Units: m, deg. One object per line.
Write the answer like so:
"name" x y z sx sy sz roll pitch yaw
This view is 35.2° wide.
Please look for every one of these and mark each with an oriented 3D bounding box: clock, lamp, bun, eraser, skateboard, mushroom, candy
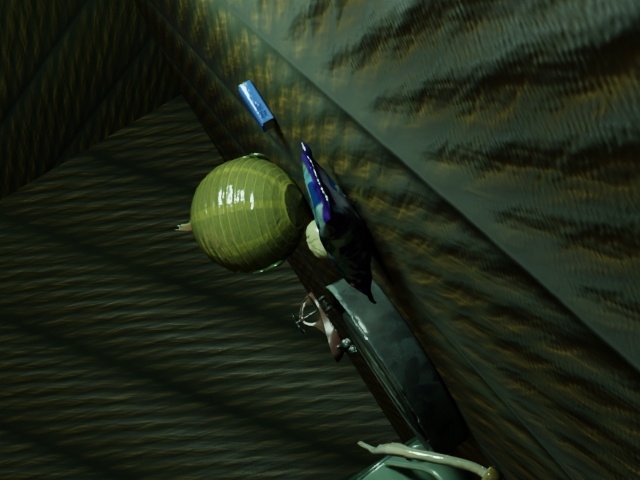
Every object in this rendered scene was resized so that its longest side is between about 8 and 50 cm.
"clock" 0.140 0.227 1.865 0.386 0.076 0.386 58 176 7
"lamp" -0.173 -0.044 2.100 0.250 0.284 0.250 -12 -90 -68
"bun" 0.000 0.000 1.987 0.086 0.055 0.086 59 175 8
"eraser" -0.115 -0.242 1.821 0.084 0.027 0.063 58 176 8
"skateboard" 0.003 0.172 1.977 0.151 0.080 0.067 59 -178 24
"mushroom" 0.172 0.376 1.745 0.306 0.043 0.068 7 134 38
"candy" 0.028 -0.023 1.533 0.145 0.070 0.275 65 -178 38

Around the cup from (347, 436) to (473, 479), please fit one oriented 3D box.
"cup" 0.232 0.653 2.273 0.392 0.310 0.401 52 175 18
